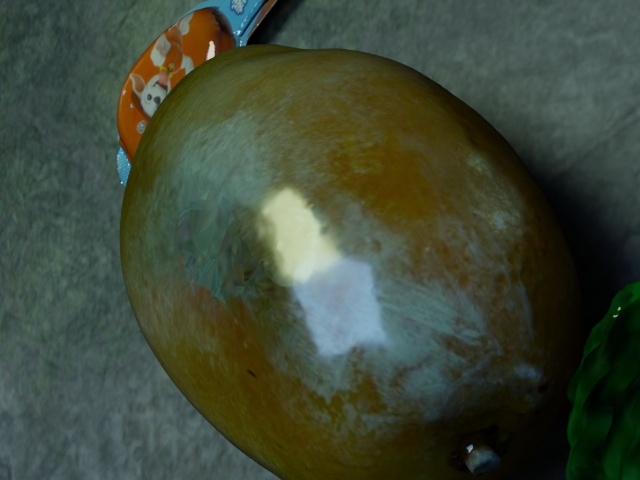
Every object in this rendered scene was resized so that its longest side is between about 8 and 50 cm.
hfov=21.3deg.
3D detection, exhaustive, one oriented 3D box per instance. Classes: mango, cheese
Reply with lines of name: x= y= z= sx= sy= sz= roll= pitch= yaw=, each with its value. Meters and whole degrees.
mango: x=0.000 y=0.000 z=0.930 sx=0.221 sy=0.199 sz=0.384 roll=-65 pitch=32 yaw=22
cheese: x=-0.069 y=-0.136 z=1.136 sx=0.256 sy=0.037 sz=0.106 roll=-52 pitch=51 yaw=24

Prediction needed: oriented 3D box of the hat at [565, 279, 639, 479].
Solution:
hat: x=0.222 y=0.176 z=0.673 sx=0.274 sy=0.242 sz=0.332 roll=-131 pitch=39 yaw=-64
